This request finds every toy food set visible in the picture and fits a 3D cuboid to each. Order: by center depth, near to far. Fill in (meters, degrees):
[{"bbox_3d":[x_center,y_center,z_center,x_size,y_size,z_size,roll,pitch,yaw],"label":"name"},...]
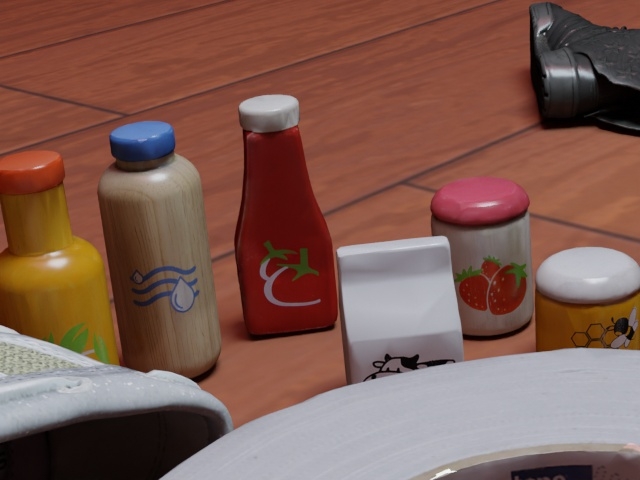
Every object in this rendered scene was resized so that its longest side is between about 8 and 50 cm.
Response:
[{"bbox_3d":[0.000,0.000,0.508,0.232,0.104,0.111,-6,21,-1],"label":"toy food set"}]

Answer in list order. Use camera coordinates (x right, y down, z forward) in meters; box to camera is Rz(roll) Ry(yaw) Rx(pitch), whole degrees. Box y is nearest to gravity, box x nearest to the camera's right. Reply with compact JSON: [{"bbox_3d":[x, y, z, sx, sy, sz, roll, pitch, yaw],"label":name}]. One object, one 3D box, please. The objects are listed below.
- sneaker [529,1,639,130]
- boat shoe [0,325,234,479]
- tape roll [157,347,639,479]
[{"bbox_3d":[0.174,-0.106,0.823,0.089,0.051,0.170,-3,26,7],"label":"sneaker"},{"bbox_3d":[-0.135,0.097,0.285,0.103,0.118,0.320,0,14,26],"label":"boat shoe"},{"bbox_3d":[0.057,0.101,0.280,0.219,0.072,0.219,-4,21,2],"label":"tape roll"}]
